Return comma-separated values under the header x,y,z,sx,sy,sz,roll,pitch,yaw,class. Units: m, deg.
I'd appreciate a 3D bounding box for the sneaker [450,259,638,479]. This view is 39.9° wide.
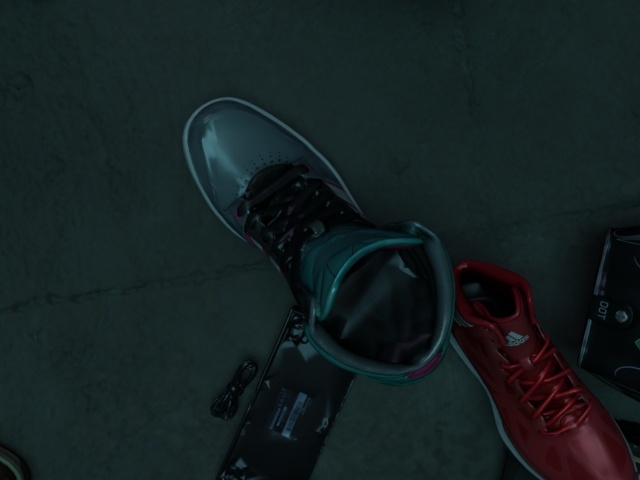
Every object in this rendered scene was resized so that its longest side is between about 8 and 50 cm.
x,y,z,sx,sy,sz,roll,pitch,yaw,class
0.162,0.109,0.686,0.087,0.128,0.221,-39,66,-2,sneaker

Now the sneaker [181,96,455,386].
x,y,z,sx,sy,sz,roll,pitch,yaw,class
0.000,0.000,0.683,0.124,0.178,0.295,-42,93,-8,sneaker

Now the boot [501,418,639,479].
x,y,z,sx,sy,sz,roll,pitch,yaw,class
0.250,0.228,0.769,0.198,0.077,0.137,21,101,13,boot

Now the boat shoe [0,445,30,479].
x,y,z,sx,sy,sz,roll,pitch,yaw,class
-0.390,0.189,0.770,0.257,0.095,0.095,15,97,1,boat shoe

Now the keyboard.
x,y,z,sx,sy,sz,roll,pitch,yaw,class
-0.039,0.147,0.790,0.108,0.023,0.180,23,96,-7,keyboard

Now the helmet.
x,y,z,sx,sy,sz,roll,pitch,yaw,class
0.299,0.064,0.706,0.161,0.169,0.169,13,97,18,helmet
